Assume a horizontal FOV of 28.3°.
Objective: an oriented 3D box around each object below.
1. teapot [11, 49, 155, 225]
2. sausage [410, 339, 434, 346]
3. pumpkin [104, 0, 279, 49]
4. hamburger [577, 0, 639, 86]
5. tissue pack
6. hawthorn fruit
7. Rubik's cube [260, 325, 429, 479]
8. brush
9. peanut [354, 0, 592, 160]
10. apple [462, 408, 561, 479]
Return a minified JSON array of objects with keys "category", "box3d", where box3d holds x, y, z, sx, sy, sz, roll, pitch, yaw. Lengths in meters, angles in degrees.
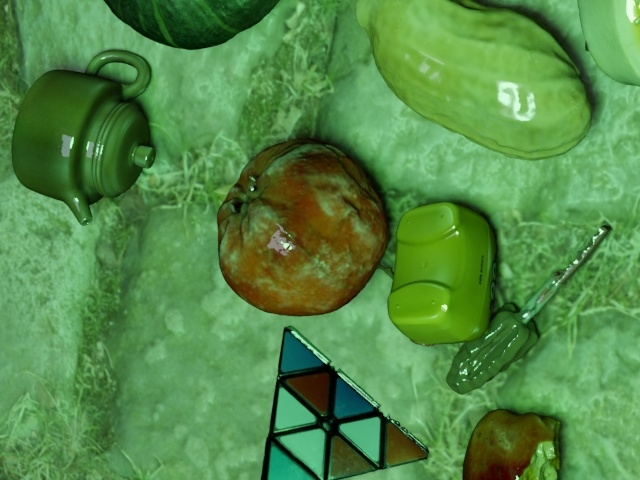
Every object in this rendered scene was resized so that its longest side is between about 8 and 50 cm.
[{"category":"teapot","box3d":[-0.313,-0.149,1.802,0.175,0.185,0.268,16,74,12]},{"category":"sausage","box3d":[0.136,0.101,1.744,0.054,0.059,0.094,-22,93,2]},{"category":"pumpkin","box3d":[-0.162,-0.401,1.656,0.300,0.207,0.300,0,91,25]},{"category":"hamburger","box3d":[0.391,-0.313,1.441,0.151,0.227,0.295,5,111,45]},{"category":"tissue pack","box3d":[0.165,0.049,1.662,0.123,0.127,0.178,-8,63,36]},{"category":"hawthorn fruit","box3d":[0.000,0.000,1.707,0.271,0.242,0.242,33,118,-23]},{"category":"Rubik's cube","box3d":[-0.035,0.246,1.859,0.250,0.284,0.234,-33,68,59]},{"category":"brush","box3d":[0.280,0.092,1.678,0.071,0.084,0.301,44,110,7]},{"category":"peanut","box3d":[0.185,-0.219,1.584,0.340,0.158,0.174,25,113,14]},{"category":"apple","box3d":[0.260,0.307,1.704,0.147,0.156,0.158,-13,70,24]}]
